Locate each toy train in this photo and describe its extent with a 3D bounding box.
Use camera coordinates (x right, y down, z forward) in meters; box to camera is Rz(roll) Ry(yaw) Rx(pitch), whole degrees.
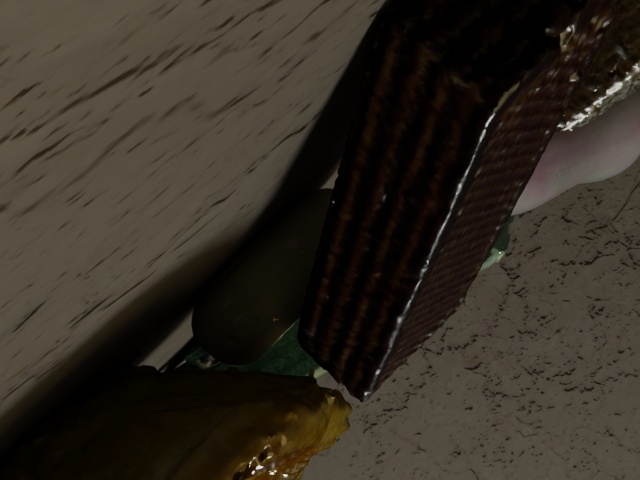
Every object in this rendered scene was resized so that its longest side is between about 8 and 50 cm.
[{"bbox_3d":[-0.032,0.106,1.257,0.285,0.116,0.177,-31,180,-20],"label":"toy train"}]

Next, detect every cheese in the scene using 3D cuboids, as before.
[{"bbox_3d":[0.000,0.000,0.903,0.227,0.064,0.137,-44,180,27],"label":"cheese"}]

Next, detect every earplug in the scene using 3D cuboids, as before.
[{"bbox_3d":[0.198,-0.104,1.263,0.172,0.172,0.301,-46,169,37],"label":"earplug"}]

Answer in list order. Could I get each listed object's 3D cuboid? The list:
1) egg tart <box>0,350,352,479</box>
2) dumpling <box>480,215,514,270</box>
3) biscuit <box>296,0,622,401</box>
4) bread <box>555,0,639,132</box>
[{"bbox_3d":[-0.133,0.187,0.865,0.339,0.153,0.351,-41,174,-21],"label":"egg tart"},{"bbox_3d":[0.106,-0.016,1.346,0.216,0.105,0.149,-6,-168,20],"label":"dumpling"},{"bbox_3d":[0.062,-0.026,0.720,0.107,0.073,0.388,-43,166,-24],"label":"biscuit"},{"bbox_3d":[0.311,-0.238,1.177,0.165,0.113,0.416,-44,178,38],"label":"bread"}]
